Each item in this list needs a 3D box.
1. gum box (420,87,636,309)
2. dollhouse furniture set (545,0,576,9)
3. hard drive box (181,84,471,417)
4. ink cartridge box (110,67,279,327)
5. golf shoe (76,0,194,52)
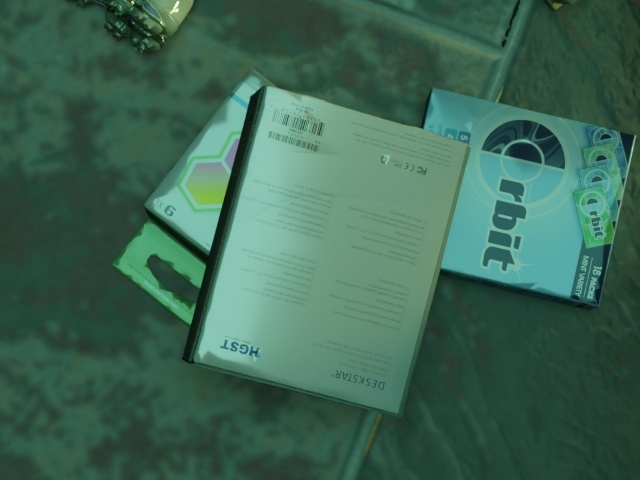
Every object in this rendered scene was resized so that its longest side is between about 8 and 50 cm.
[{"bbox_3d":[0.168,-0.036,1.382,0.184,0.041,0.157,14,82,0],"label":"gum box"},{"bbox_3d":[0.228,-0.328,1.417,0.182,0.101,0.161,-41,110,-7],"label":"dollhouse furniture set"},{"bbox_3d":[0.003,0.010,1.295,0.181,0.089,0.232,16,86,-10],"label":"hard drive box"},{"bbox_3d":[-0.080,-0.032,1.365,0.109,0.062,0.209,38,84,3],"label":"ink cartridge box"},{"bbox_3d":[-0.190,-0.246,1.402,0.176,0.069,0.086,40,63,1],"label":"golf shoe"}]
